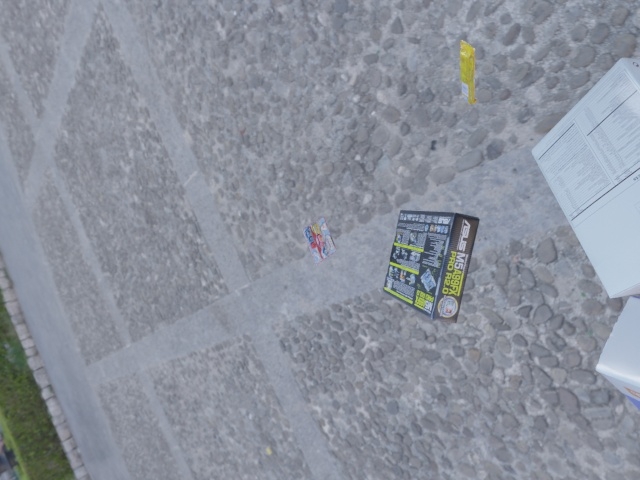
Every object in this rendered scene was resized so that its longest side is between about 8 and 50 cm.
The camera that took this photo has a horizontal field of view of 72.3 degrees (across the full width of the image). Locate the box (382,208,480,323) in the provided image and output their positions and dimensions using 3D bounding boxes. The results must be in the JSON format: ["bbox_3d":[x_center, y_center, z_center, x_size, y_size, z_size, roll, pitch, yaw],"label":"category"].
[{"bbox_3d":[0.233,0.043,0.978,0.270,0.060,0.216,-160,81,-76],"label":"box"}]

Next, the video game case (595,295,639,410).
[{"bbox_3d":[0.334,0.144,0.232,0.269,0.061,0.244,37,170,-26],"label":"video game case"}]

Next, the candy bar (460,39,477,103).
[{"bbox_3d":[0.296,-0.331,0.879,0.018,0.161,0.040,-37,61,2],"label":"candy bar"}]

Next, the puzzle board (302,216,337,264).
[{"bbox_3d":[0.000,0.000,1.406,0.011,0.096,0.128,5,122,52],"label":"puzzle board"}]

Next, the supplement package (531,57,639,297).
[{"bbox_3d":[0.391,-0.066,0.479,0.149,0.194,0.203,115,147,-57],"label":"supplement package"}]
